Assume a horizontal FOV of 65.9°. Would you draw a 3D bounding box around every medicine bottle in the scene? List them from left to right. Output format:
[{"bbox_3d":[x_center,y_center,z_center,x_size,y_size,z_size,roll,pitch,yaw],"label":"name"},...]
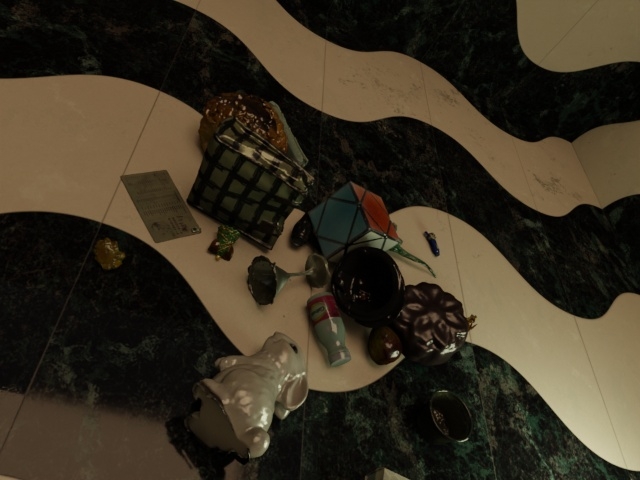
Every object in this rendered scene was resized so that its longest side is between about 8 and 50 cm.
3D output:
[{"bbox_3d":[0.029,0.269,1.505,0.090,0.090,0.217,1,55,-33],"label":"medicine bottle"}]

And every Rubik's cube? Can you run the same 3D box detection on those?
[{"bbox_3d":[0.114,-0.045,1.701,0.207,0.205,0.205,16,46,-50],"label":"Rubik's cube"}]

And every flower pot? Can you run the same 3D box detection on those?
[{"bbox_3d":[0.366,0.545,1.492,0.157,0.107,0.158,18,44,-19],"label":"flower pot"}]

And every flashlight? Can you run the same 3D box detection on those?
[{"bbox_3d":[0.472,0.011,2.055,0.057,0.035,0.121,10,50,-28],"label":"flashlight"}]

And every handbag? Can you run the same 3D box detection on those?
[{"bbox_3d":[-0.217,-0.164,1.528,0.326,0.325,0.163,34,46,-5],"label":"handbag"}]

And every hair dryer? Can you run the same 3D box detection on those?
[{"bbox_3d":[0.000,0.000,1.746,0.219,0.075,0.196,41,33,-13],"label":"hair dryer"}]

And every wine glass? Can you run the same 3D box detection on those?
[{"bbox_3d":[-0.092,0.109,1.526,0.232,0.156,0.156,-6,59,-41],"label":"wine glass"}]

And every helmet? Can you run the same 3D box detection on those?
[{"bbox_3d":[0.174,0.160,1.594,0.279,0.230,0.160,49,8,30],"label":"helmet"}]

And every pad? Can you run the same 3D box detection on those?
[{"bbox_3d":[-0.494,-0.114,1.533,0.159,0.009,0.265,-18,66,-41],"label":"pad"}]

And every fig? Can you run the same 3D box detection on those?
[{"bbox_3d":[0.195,0.317,1.571,0.109,0.103,0.155,15,44,-52],"label":"fig"}]

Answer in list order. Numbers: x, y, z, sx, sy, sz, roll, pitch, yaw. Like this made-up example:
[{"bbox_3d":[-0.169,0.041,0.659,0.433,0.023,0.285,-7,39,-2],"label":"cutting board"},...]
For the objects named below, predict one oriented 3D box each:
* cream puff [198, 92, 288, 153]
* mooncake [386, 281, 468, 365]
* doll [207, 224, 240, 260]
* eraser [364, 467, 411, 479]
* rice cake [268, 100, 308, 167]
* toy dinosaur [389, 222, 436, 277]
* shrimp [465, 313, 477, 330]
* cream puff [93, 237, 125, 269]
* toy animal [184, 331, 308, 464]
[{"bbox_3d":[-0.265,-0.372,1.741,0.326,0.231,0.343,26,45,-18],"label":"cream puff"},{"bbox_3d":[0.356,0.266,1.649,0.282,0.141,0.283,7,52,-9],"label":"mooncake"},{"bbox_3d":[-0.291,0.004,1.521,0.078,0.076,0.113,30,44,-22],"label":"doll"},{"bbox_3d":[0.301,0.735,1.299,0.403,0.096,0.098,29,43,-9],"label":"eraser"},{"bbox_3d":[-0.148,-0.424,1.981,0.062,0.066,0.337,-2,57,-45],"label":"rice cake"},{"bbox_3d":[0.311,0.007,1.928,0.382,0.076,0.130,23,52,-11],"label":"toy dinosaur"},{"bbox_3d":[0.462,0.297,1.802,0.287,0.063,0.152,-14,52,-39],"label":"shrimp"},{"bbox_3d":[-0.568,0.037,1.328,0.083,0.083,0.058,19,1,-6],"label":"cream puff"},{"bbox_3d":[-0.151,0.377,1.243,0.258,0.194,0.357,43,34,19],"label":"toy animal"}]
